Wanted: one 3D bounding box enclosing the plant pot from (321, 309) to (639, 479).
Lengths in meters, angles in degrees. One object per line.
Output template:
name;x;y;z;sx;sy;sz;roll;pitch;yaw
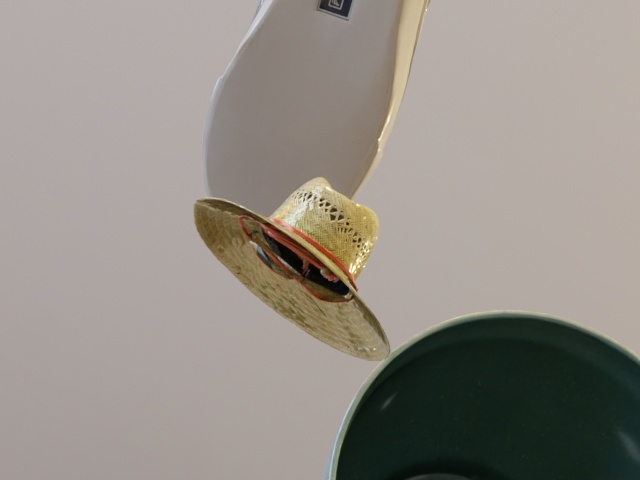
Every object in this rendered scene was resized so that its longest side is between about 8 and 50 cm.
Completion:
plant pot;0.121;0.221;1.228;0.293;0.293;0.196;31;-28;-1

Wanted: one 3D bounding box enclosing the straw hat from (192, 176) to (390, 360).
straw hat;0.000;0.000;0.940;0.144;0.061;0.144;33;-17;12

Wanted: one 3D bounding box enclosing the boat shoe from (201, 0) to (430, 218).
boat shoe;0.028;-0.160;1.163;0.127;0.158;0.340;27;-66;10
